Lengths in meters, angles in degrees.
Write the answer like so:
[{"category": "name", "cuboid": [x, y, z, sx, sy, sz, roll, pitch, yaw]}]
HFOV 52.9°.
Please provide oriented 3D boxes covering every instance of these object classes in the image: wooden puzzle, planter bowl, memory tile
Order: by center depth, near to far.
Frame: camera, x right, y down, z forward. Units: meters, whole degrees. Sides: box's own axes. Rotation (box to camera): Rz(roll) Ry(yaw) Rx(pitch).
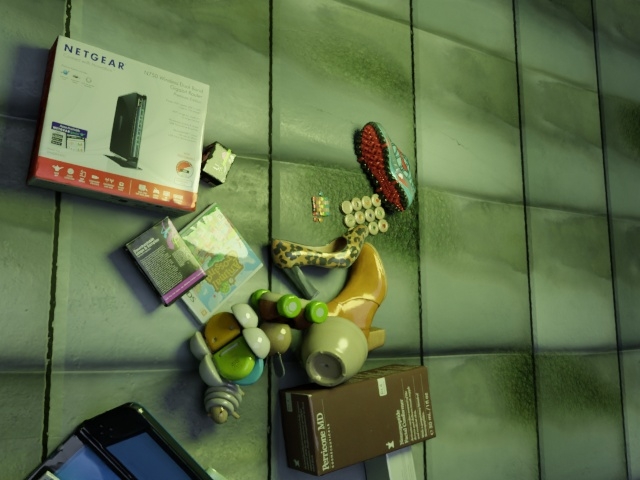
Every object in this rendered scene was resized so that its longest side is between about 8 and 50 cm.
[{"category": "planter bowl", "cuboid": [0.023, 0.274, 1.506, 0.162, 0.162, 0.109, 60, 22, -13]}, {"category": "wooden puzzle", "cuboid": [0.001, -0.089, 1.685, 0.049, 0.006, 0.083, -1, 83, -35]}, {"category": "memory tile", "cuboid": [0.121, -0.065, 1.763, 0.148, 0.012, 0.113, -15, 91, -35]}]

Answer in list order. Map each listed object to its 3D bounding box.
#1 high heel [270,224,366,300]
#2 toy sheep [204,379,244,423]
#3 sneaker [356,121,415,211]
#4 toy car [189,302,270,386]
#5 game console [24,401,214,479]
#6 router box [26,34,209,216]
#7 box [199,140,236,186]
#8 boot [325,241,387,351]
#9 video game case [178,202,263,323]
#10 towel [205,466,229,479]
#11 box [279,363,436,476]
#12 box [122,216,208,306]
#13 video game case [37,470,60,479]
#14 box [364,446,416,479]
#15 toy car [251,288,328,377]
[{"category": "high heel", "cuboid": [0.000, 0.000, 1.614, 0.261, 0.093, 0.186, -46, 115, -22]}, {"category": "toy sheep", "cuboid": [-0.213, 0.345, 1.422, 0.091, 0.091, 0.132, 35, 35, -26]}, {"category": "sneaker", "cuboid": [0.189, -0.213, 1.800, 0.125, 0.104, 0.261, -39, 110, -51]}, {"category": "toy car", "cuboid": [-0.185, 0.243, 1.410, 0.159, 0.182, 0.136, -35, 134, -1]}, {"category": "game console", "cuboid": [-0.377, 0.493, 1.236, 0.293, 0.250, 0.173, 53, 31, -17]}, {"category": "router box", "cuboid": [-0.419, -0.230, 1.365, 0.335, 0.082, 0.301, 11, 76, -33]}, {"category": "box", "cuboid": [-0.245, -0.177, 1.498, 0.062, 0.052, 0.083, 32, 67, -28]}, {"category": "boot", "cuboid": [0.063, 0.157, 1.632, 0.211, 0.104, 0.295, -5, 90, -36]}, {"category": "video game case", "cuboid": [-0.258, 0.050, 1.471, 0.212, 0.023, 0.193, -46, 109, -31]}, {"category": "towel", "cuboid": [-0.237, 0.696, 1.377, 0.248, 0.038, 0.325, 44, 61, -21]}, {"category": "box", "cuboid": [0.099, 0.431, 1.595, 0.381, 0.143, 0.191, -5, 86, -34]}, {"category": "box", "cuboid": [-0.333, 0.046, 1.388, 0.116, 0.029, 0.162, -40, 107, -33]}, {"category": "video game case", "cuboid": [-0.491, 0.495, 1.196, 0.087, 0.011, 0.122, -43, 107, 3]}, {"category": "box", "cuboid": [0.175, 0.573, 1.647, 0.087, 0.101, 0.102, -6, 85, -35]}, {"category": "toy car", "cuboid": [-0.089, 0.219, 1.494, 0.149, 0.155, 0.188, 16, 83, -32]}]
